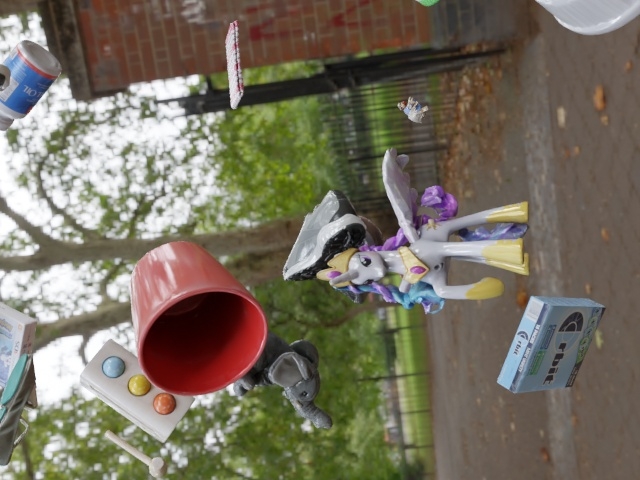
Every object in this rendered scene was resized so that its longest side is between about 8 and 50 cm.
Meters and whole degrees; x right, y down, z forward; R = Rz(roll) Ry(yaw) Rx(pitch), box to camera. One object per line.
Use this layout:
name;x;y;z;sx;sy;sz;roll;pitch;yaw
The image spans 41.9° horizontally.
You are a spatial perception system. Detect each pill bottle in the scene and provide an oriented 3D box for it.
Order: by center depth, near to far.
pill bottle;-0.763;-0.384;2.104;0.124;0.221;0.124;40;-161;-16

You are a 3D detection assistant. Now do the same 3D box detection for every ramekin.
ramekin;0.461;-0.499;1.424;0.273;0.127;0.272;-22;63;53

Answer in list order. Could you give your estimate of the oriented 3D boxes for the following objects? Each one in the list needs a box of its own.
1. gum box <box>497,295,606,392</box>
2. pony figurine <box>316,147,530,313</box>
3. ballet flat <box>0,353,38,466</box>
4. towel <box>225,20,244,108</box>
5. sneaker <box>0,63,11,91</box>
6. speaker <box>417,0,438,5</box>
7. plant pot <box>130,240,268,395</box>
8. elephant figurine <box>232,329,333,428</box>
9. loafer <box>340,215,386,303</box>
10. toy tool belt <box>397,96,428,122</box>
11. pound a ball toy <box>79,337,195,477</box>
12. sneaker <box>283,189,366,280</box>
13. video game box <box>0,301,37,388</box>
gum box;0.387;0.172;1.393;0.041;0.184;0.157;31;108;44
pony figurine;0.203;0.003;1.562;0.351;0.364;0.302;-56;-40;-61
ballet flat;-0.549;0.307;1.509;0.068;0.072;0.213;37;-136;-27
towel;-0.216;-0.446;2.140;0.144;0.029;0.197;164;102;-78
sneaker;-0.748;-0.386;1.776;0.110;0.292;0.118;22;-94;-52
speaker;0.164;-0.635;1.750;0.296;0.131;0.131;42;-158;-21
plant pot;-0.274;0.145;1.740;0.243;0.275;0.275;-129;23;-49
elephant figurine;-0.069;0.300;1.920;0.186;0.239;0.169;94;-170;-49
loafer;0.093;0.024;1.946;0.130;0.134;0.366;-48;-13;-18
toy tool belt;0.247;-0.351;2.198;0.083;0.052;0.051;51;122;31
pound a ball toy;-0.467;0.422;2.116;0.208;0.319;0.136;-54;-1;-30
sneaker;0.000;0.000;1.628;0.271;0.100;0.108;-49;52;50
video game box;-0.784;0.243;2.015;0.048;0.205;0.187;-15;-57;-64
